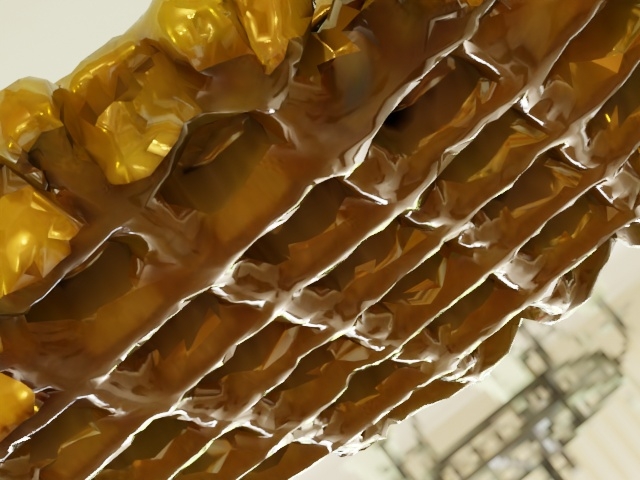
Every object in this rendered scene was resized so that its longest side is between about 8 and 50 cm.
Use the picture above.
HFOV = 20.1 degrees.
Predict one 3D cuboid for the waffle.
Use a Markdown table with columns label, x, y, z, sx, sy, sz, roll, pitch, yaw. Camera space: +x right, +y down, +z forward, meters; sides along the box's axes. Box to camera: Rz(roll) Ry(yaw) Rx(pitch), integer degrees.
| label | x | y | z | sx | sy | sz | roll | pitch | yaw |
| --- | --- | --- | --- | --- | --- | --- | --- | --- | --- |
| waffle | 0.001 | 0.001 | 0.453 | 0.254 | 0.052 | 0.245 | -20 | -28 | -33 |
